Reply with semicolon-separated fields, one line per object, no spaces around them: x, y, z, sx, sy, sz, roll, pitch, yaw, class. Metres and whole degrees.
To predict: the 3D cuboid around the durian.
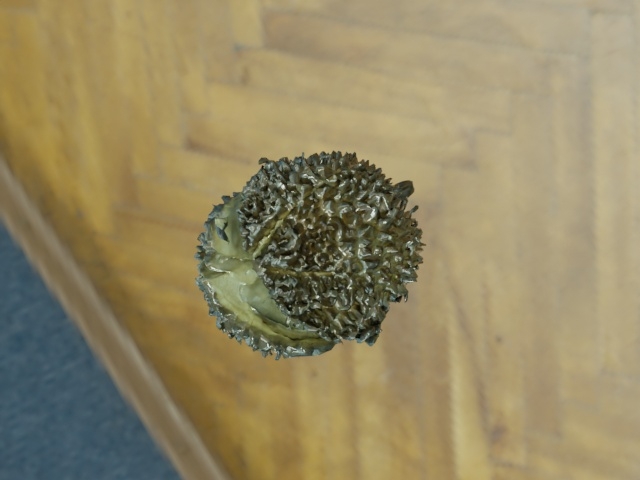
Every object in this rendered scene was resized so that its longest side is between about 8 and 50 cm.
0.000;0.000;1.405;0.196;0.196;0.167;-10;109;44;durian
